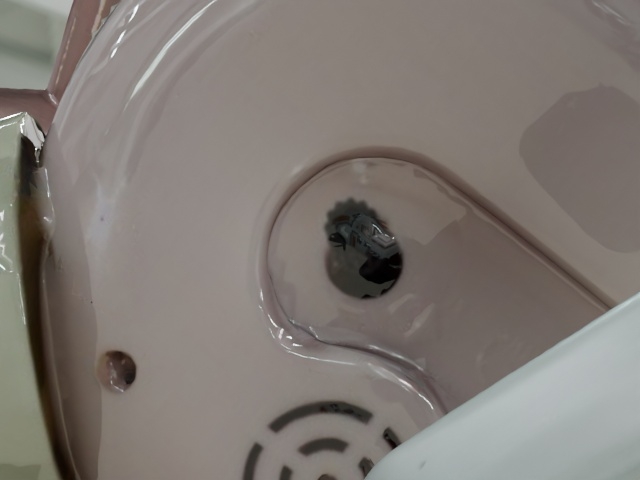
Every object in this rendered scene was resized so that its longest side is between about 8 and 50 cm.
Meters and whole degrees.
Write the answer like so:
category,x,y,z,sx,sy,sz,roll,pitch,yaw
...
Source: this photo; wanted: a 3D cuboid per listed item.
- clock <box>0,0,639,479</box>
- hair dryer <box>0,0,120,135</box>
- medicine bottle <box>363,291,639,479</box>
category,x,y,z,sx,sy,sz,roll,pitch,yaw
clock,0.040,0.018,0.695,0.342,0.326,0.184,40,6,4
hair dryer,-0.137,-0.130,1.106,0.210,0.352,0.125,0,26,-41
medicine bottle,0.100,0.055,0.377,0.183,0.069,0.119,-36,-60,25
